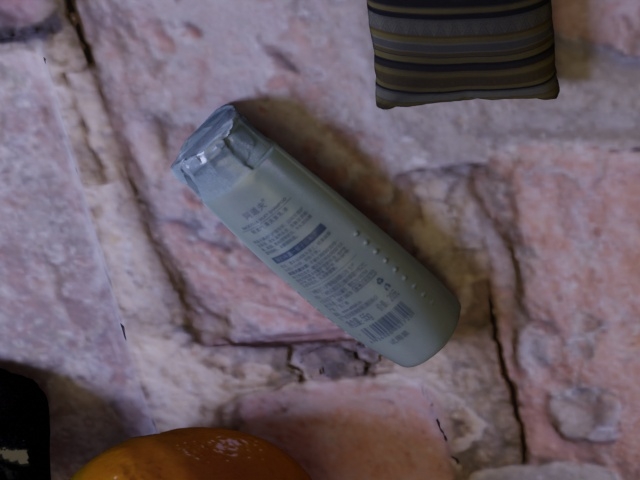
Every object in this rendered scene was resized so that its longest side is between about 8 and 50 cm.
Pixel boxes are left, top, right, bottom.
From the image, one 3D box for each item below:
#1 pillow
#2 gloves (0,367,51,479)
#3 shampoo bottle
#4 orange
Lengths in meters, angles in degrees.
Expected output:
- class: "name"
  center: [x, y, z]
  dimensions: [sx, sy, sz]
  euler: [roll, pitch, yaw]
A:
- class: "pillow"
  center: [0.077, -0.164, 1.127]
  dimensions: [0.113, 0.038, 0.203]
  euler: [-2, 127, 7]
- class: "gloves"
  center: [-0.282, 0.151, 1.371]
  dimensions: [0.180, 0.106, 0.129]
  euler: [0, 128, 4]
- class: "shampoo bottle"
  center: [0.000, 0.000, 1.252]
  dimensions: [0.072, 0.049, 0.212]
  euler: [-32, 117, 31]
- class: "orange"
  center: [-0.102, 0.232, 1.346]
  dimensions: [0.171, 0.240, 0.240]
  euler: [41, 135, 32]
